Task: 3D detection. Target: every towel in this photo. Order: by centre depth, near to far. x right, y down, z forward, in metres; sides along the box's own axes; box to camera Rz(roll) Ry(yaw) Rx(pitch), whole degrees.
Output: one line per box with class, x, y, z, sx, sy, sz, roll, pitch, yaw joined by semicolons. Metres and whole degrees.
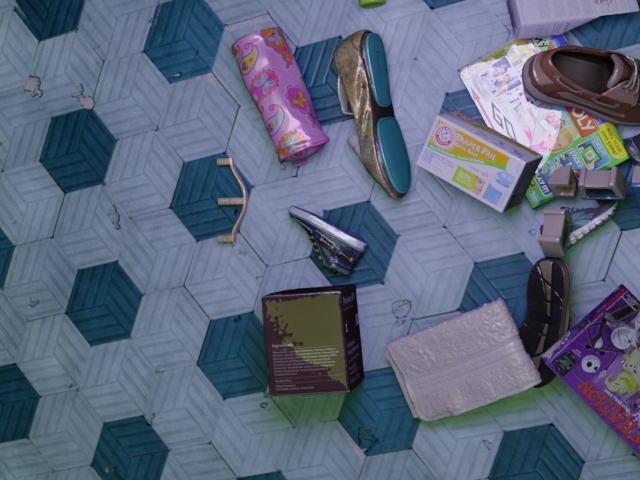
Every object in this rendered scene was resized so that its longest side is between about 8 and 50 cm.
towel;0.278;0.245;1.850;0.282;0.049;0.187;-26;87;26

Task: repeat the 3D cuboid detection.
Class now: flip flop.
flip flop;0.444;0.161;1.816;0.112;0.080;0.277;18;109;38

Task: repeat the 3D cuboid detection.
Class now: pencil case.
pencil case;-0.083;-0.296;1.910;0.124;0.124;0.284;-24;87;13

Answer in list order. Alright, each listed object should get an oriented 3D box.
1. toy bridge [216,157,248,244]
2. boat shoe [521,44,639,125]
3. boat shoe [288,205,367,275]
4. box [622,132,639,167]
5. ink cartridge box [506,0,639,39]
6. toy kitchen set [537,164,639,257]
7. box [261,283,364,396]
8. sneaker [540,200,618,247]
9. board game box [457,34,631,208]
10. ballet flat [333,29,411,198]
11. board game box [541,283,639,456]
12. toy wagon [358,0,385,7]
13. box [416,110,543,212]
toy bridge;-0.188;-0.084;1.986;0.063;0.026;0.188;-1;92;12
boat shoe;0.543;-0.293;1.724;0.324;0.116;0.123;5;80;-9
boat shoe;0.000;0.000;1.925;0.183;0.065;0.083;29;97;9
box;0.664;-0.193;1.689;0.147;0.180;0.078;-26;86;-5
ink cartridge box;0.474;-0.493;1.788;0.232;0.066;0.189;-6;70;-7
toy kitchen set;0.532;-0.040;1.726;0.207;0.122;0.166;3;67;31
box;-0.013;0.201;1.882;0.167;0.168;0.203;-5;91;13
sneaker;0.503;-0.042;1.812;0.166;0.065;0.076;-35;77;8
board game box;0.439;-0.251;1.826;0.213;0.046;0.317;-29;85;13
ballet flat;0.098;-0.249;1.880;0.123;0.123;0.349;-12;90;13
board game box;0.613;0.272;1.754;0.347;0.056;0.208;43;105;-10
toy wagon;0.107;-0.614;1.877;0.344;0.068;0.267;-8;90;13
box;0.307;-0.157;1.797;0.203;0.103;0.114;32;117;22
